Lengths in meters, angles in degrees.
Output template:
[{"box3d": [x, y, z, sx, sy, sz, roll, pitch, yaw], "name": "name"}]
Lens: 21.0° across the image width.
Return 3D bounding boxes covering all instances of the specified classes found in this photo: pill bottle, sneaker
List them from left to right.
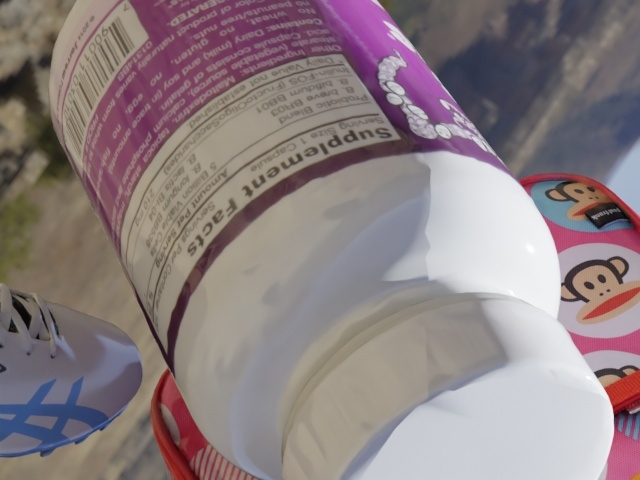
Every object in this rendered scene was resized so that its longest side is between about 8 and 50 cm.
[{"box3d": [-0.170, 0.041, 0.781, 0.237, 0.085, 0.086, 14, 127, -43], "name": "sneaker"}, {"box3d": [0.000, 0.000, 0.749, 0.169, 0.301, 0.169, -16, 135, -16], "name": "pill bottle"}]

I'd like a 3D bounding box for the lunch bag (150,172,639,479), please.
[{"box3d": [0.083, 0.116, 0.880, 0.293, 0.258, 0.120, -27, 139, -12], "name": "lunch bag"}]
